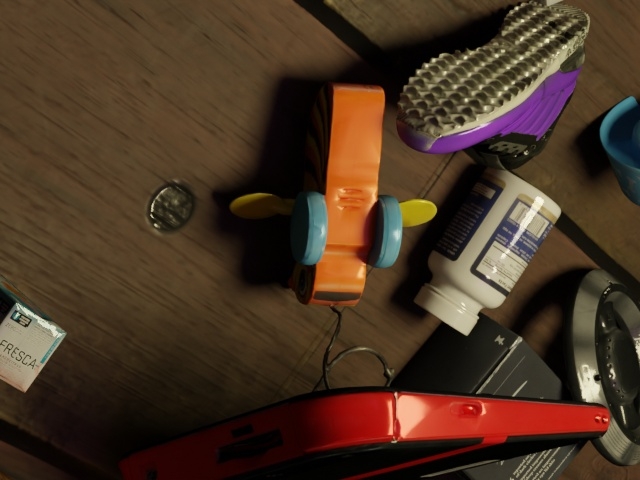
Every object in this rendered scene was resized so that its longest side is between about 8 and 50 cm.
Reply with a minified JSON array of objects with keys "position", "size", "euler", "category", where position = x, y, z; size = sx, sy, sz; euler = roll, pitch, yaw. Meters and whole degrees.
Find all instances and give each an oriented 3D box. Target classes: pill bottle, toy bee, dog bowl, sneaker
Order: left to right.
[{"position":[0.000,0.000,1.519],"size":[0.195,0.162,0.298],"euler":[25,79,-14],"category":"toy bee"},{"position":[0.173,0.013,1.661],"size":[0.094,0.094,0.169],"euler":[33,91,-40],"category":"pill bottle"},{"position":[0.178,-0.124,1.561],"size":[0.293,0.102,0.146],"euler":[-35,139,-42],"category":"sneaker"},{"position":[0.449,-0.129,1.747],"size":[0.297,0.166,0.074],"euler":[-32,131,-20],"category":"dog bowl"}]

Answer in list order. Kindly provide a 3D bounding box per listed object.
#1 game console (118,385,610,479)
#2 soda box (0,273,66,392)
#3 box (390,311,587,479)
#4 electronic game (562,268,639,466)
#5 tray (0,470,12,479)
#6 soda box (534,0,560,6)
[{"position":[0.030,0.199,1.498],"size":[0.342,0.386,0.060],"euler":[3,73,-39],"category":"game console"},{"position":[-0.285,0.055,1.298],"size":[0.058,0.183,0.063],"euler":[37,87,-40],"category":"soda box"},{"position":[0.192,0.194,1.749],"size":[0.153,0.108,0.207],"euler":[-48,129,-7],"category":"box"},{"position":[0.336,0.146,1.800],"size":[0.229,0.048,0.229],"euler":[28,55,-51],"category":"electronic game"},{"position":[-0.388,0.420,1.469],"size":[0.411,0.076,0.203],"euler":[-47,129,-9],"category":"tray"},{"position":[0.218,-0.381,1.511],"size":[0.098,0.091,0.286],"euler":[-23,122,-25],"category":"soda box"}]
